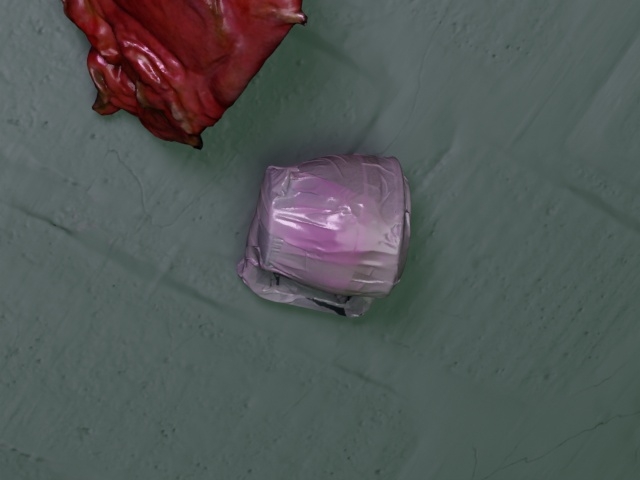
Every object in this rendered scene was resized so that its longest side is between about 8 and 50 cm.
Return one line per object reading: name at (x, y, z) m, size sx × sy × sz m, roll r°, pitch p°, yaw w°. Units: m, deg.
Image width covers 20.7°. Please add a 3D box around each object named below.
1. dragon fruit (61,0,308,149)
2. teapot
dragon fruit at (-0.180, -0.234, 1.777) m, size 0.228 × 0.286 × 0.329 m, roll 15°, pitch 120°, yaw -26°
teapot at (0.001, -0.014, 2.015) m, size 0.178 × 0.221 × 0.163 m, roll 5°, pitch 76°, yaw -8°
